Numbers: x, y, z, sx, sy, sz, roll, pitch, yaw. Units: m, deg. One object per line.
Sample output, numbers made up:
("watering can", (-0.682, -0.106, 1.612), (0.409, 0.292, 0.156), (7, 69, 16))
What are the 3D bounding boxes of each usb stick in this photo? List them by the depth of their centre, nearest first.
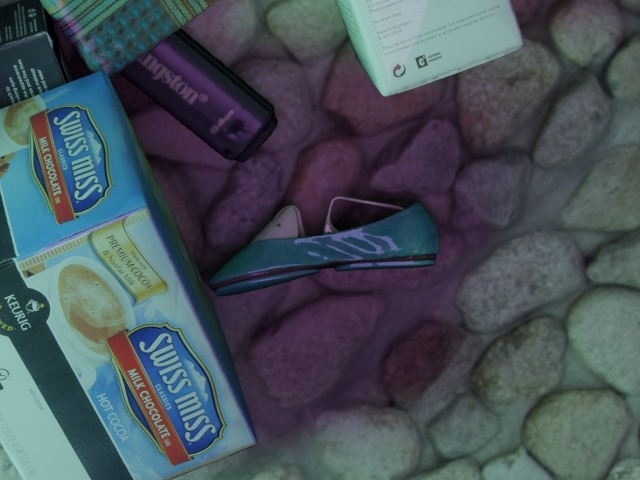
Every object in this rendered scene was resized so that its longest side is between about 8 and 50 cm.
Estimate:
("usb stick", (-0.165, -0.185, 1.904), (0.278, 0.045, 0.077), (39, 98, -17))

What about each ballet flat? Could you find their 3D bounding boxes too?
("ballet flat", (0.000, 0.000, 1.974), (0.247, 0.083, 0.087), (-8, 84, -4))

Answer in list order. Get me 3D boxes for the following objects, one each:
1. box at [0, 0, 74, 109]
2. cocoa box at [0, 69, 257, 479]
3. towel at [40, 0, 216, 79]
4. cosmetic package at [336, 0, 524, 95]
("box", (-0.321, -0.137, 1.857), (0.158, 0.093, 0.156), (-18, 124, -2))
("cocoa box", (-0.233, 0.059, 1.819), (0.228, 0.231, 0.347), (-22, 132, -1))
("towel", (-0.212, -0.375, 1.813), (0.271, 0.040, 0.370), (-38, 109, -10))
("cosmetic package", (0.055, -0.345, 1.804), (0.155, 0.197, 0.365), (-19, 110, -1))
